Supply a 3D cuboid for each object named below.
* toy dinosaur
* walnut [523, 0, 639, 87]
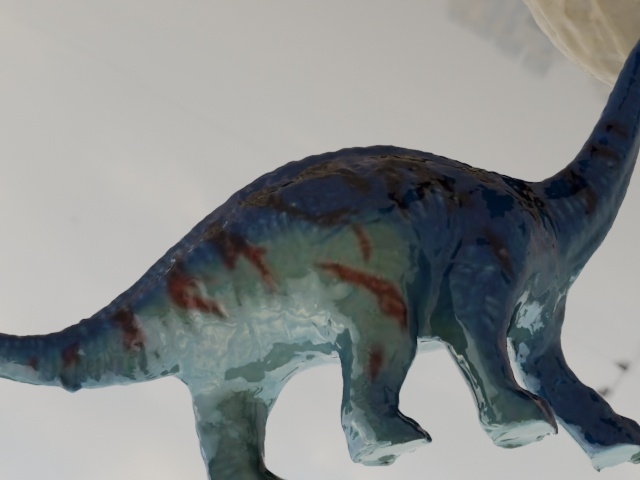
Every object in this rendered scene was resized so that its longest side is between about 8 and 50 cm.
[{"bbox_3d":[0.022,0.022,0.564,0.076,0.329,0.144,101,146,-69],"label":"toy dinosaur"},{"bbox_3d":[0.189,-0.200,1.039,0.245,0.198,0.198,65,171,-29],"label":"walnut"}]
